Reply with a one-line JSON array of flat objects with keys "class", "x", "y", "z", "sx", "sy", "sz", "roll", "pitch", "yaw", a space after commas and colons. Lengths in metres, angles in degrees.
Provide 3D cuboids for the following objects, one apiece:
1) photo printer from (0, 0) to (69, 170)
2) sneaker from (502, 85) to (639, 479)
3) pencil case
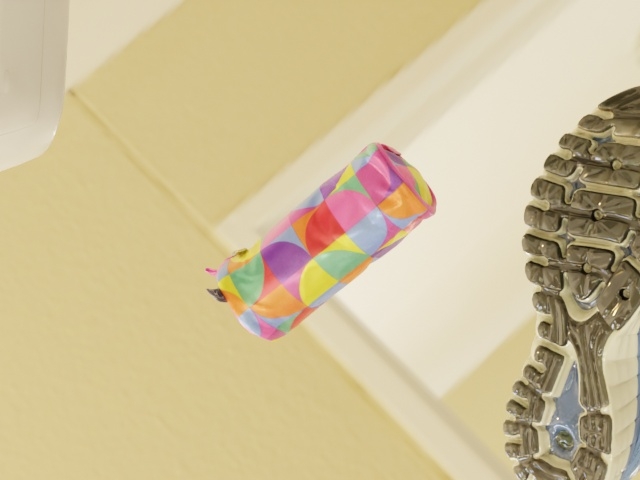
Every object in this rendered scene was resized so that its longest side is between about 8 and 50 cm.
[{"class": "photo printer", "x": -0.278, "y": -0.185, "z": 0.975, "sx": 0.256, "sy": 0.107, "sz": 0.308, "roll": -3, "pitch": -79, "yaw": -37}, {"class": "sneaker", "x": 0.233, "y": 0.038, "z": 1.174, "sx": 0.147, "sy": 0.129, "sz": 0.330, "roll": -13, "pitch": -59, "yaw": -45}, {"class": "pencil case", "x": 0.000, "y": 0.000, "z": 1.529, "sx": 0.236, "sy": 0.104, "sz": 0.104, "roll": -37, "pitch": -17, "yaw": 13}]
